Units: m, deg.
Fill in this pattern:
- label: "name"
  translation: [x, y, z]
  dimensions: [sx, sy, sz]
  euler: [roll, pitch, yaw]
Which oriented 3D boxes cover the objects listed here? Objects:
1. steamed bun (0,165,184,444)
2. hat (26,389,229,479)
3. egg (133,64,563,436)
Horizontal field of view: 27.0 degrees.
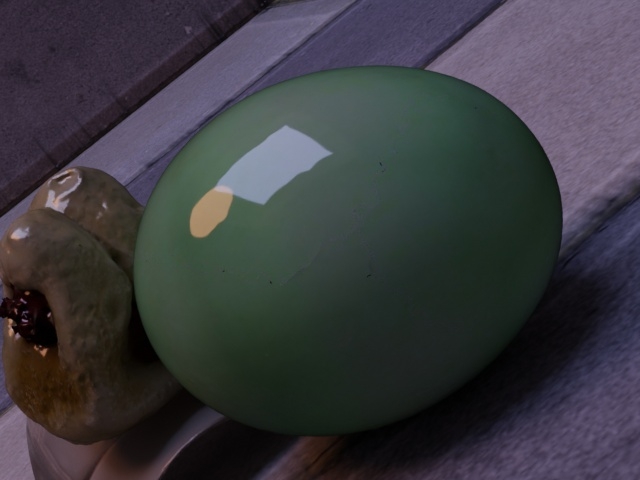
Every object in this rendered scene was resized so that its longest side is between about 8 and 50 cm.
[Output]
- label: "steamed bun"
  translation: [-0.157, 0.030, 0.919]
  dimensions: [0.141, 0.155, 0.172]
  euler: [11, 47, 41]
- label: "hat"
  translation: [-0.140, 0.119, 0.990]
  dimensions: [0.219, 0.164, 0.226]
  euler: [-41, -2, -13]
- label: "egg"
  translation: [0.016, 0.005, 0.821]
  dimensions: [0.270, 0.220, 0.220]
  euler: [-23, 19, 10]
